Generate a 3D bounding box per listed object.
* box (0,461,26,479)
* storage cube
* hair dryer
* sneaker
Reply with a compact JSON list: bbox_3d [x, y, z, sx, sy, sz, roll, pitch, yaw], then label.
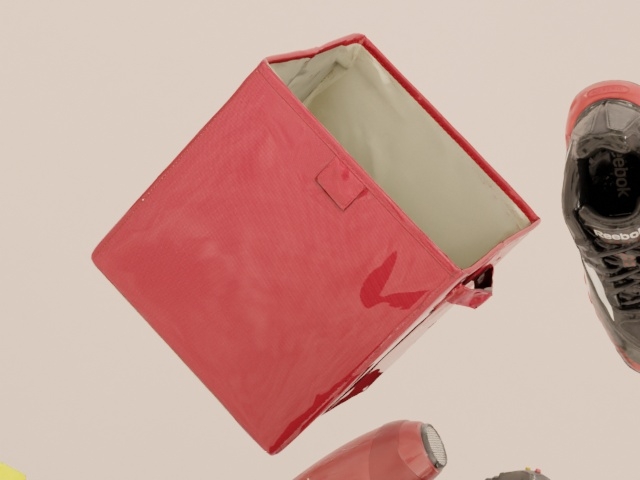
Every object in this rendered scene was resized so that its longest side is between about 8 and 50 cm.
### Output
[{"bbox_3d":[-0.217,0.059,0.602,0.232,0.058,0.087,31,-35,-25],"label":"box"},{"bbox_3d":[0.000,0.000,1.274,0.215,0.183,0.193,48,-66,7],"label":"storage cube"},{"bbox_3d":[0.067,0.283,1.884,0.293,0.224,0.080,13,-28,41],"label":"hair dryer"},{"bbox_3d":[0.268,0.004,1.642,0.097,0.135,0.276,-8,-73,16],"label":"sneaker"}]
